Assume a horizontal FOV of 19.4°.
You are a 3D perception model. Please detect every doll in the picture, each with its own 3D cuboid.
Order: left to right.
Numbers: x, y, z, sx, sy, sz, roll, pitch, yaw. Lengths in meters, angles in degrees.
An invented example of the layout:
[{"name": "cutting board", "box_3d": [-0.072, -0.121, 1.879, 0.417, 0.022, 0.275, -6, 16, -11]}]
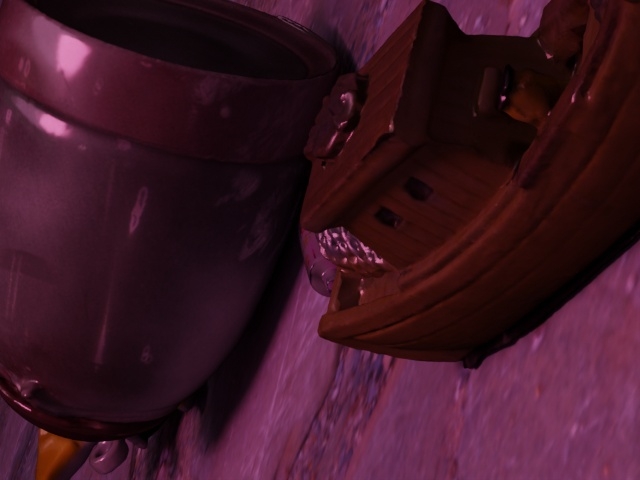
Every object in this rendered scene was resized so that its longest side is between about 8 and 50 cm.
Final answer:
[{"name": "doll", "box_3d": [-0.162, 0.095, 1.552, 0.316, 0.145, 0.103, -90, -13, -65]}]

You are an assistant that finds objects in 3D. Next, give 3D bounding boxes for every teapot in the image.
[{"name": "teapot", "box_3d": [-0.123, -0.020, 1.339, 0.315, 0.233, 0.312, -31, -39, -65]}]

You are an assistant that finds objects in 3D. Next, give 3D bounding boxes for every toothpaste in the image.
[{"name": "toothpaste", "box_3d": [0.000, 0.000, 1.161, 0.170, 0.028, 0.045, -108, 30, -70]}]

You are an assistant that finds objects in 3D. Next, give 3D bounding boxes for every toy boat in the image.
[{"name": "toy boat", "box_3d": [0.064, -0.038, 0.764, 0.321, 0.121, 0.089, 131, 158, -60]}]
